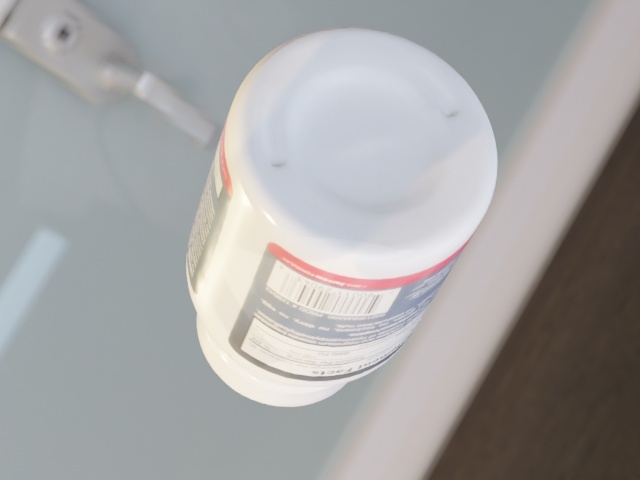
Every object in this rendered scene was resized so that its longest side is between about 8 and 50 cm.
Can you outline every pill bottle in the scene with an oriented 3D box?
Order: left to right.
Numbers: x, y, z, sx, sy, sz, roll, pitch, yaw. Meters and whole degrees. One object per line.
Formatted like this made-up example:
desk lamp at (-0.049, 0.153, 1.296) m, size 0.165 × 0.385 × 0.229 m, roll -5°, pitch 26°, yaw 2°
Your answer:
pill bottle at (0.000, 0.000, 0.809) m, size 0.108 × 0.108 × 0.180 m, roll 30°, pitch 151°, yaw 2°
